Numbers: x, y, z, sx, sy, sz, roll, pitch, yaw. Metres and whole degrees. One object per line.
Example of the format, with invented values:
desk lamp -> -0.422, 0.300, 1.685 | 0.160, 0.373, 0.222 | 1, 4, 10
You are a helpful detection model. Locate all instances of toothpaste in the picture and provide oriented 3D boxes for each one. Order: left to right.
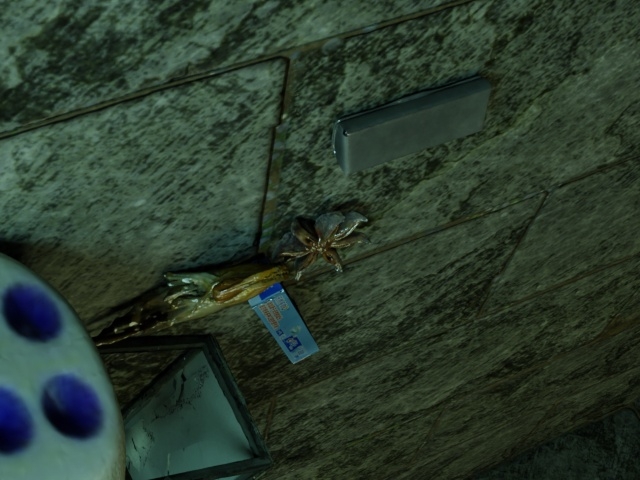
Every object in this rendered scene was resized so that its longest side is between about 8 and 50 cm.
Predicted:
toothpaste -> -0.059, 0.101, 1.502 | 0.053, 0.066, 0.272 | -26, 156, -1

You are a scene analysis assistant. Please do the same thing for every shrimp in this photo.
shrimp -> -0.168, 0.066, 1.316 | 0.262, 0.066, 0.117 | -20, 171, -6

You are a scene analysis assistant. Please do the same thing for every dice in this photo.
dice -> -0.389, 0.203, 1.064 | 0.277, 0.304, 0.304 | -4, 146, -42

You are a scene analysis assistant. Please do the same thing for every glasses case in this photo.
glasses case -> 0.105, -0.135, 1.231 | 0.191, 0.042, 0.072 | -19, 148, -18

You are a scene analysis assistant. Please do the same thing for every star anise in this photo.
star anise -> 0.001, -0.001, 1.386 | 0.141, 0.042, 0.141 | -16, 151, -9

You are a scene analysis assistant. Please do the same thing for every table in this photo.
table -> -0.299, 0.311, 1.485 | 0.272, 0.222, 0.335 | 1, 142, -50
